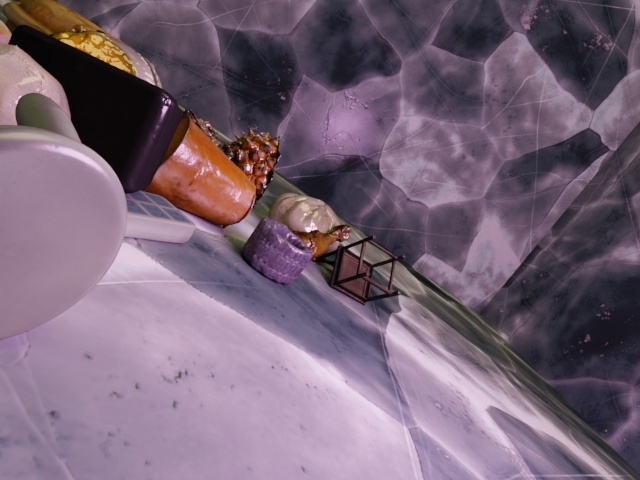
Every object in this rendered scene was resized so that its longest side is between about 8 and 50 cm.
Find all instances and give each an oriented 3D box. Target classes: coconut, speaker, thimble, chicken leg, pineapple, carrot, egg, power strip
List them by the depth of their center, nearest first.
[{"bbox_3d":[-0.471,-0.205,0.669,0.162,0.161,0.161,43,9,-7],"label":"coconut"},{"bbox_3d":[-0.330,-0.052,0.770,0.118,0.046,0.270,40,11,22],"label":"power strip"},{"bbox_3d":[-0.415,-0.236,0.834,0.388,0.180,0.184,29,6,14],"label":"speaker"},{"bbox_3d":[-0.274,-0.130,1.024,0.254,0.196,0.196,41,4,-41],"label":"carrot"},{"bbox_3d":[-0.099,0.025,1.050,0.150,0.098,0.150,36,10,-8],"label":"thimble"},{"bbox_3d":[-0.560,-0.368,1.126,0.264,0.174,0.286,53,40,1],"label":"egg"},{"bbox_3d":[-0.286,-0.234,1.215,0.271,0.263,0.262,22,16,-32],"label":"pineapple"},{"bbox_3d":[-0.001,0.003,1.295,0.107,0.087,0.251,21,28,39],"label":"chicken leg"}]

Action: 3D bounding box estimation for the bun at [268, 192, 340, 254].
[{"bbox_3d":[-0.039,-0.062,1.456,0.259,0.160,0.259,29,8,-5],"label":"bun"}]

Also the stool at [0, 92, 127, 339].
[{"bbox_3d":[-0.302,-0.045,0.391,0.198,0.195,0.195,39,10,26],"label":"stool"}]

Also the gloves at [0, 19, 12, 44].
[{"bbox_3d":[-0.728,-0.435,0.991,0.145,0.126,0.241,29,19,-13],"label":"gloves"}]

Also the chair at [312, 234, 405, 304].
[{"bbox_3d":[0.099,0.096,1.332,0.154,0.142,0.260,31,-34,-29],"label":"chair"}]

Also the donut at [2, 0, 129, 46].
[{"bbox_3d":[-0.712,-0.554,1.362,0.448,0.198,0.449,35,9,-6],"label":"donut"}]
